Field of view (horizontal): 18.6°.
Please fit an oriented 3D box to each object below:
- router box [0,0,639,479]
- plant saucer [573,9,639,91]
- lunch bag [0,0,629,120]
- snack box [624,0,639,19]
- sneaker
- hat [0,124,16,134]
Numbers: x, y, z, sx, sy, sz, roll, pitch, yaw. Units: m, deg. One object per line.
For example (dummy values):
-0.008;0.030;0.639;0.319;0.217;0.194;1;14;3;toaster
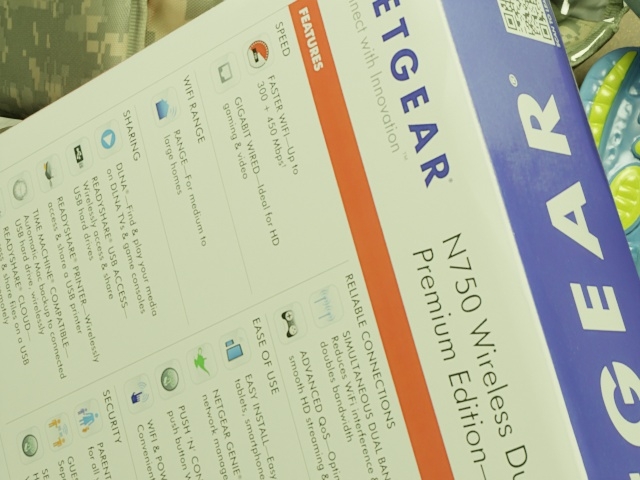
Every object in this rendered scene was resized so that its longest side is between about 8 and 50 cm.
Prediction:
-0.018;0.097;0.702;0.301;0.082;0.335;-25;71;32;router box
0.147;-0.156;1.041;0.310;0.050;0.310;-27;45;31;plant saucer
-0.019;-0.125;0.961;0.235;0.287;0.169;14;104;56;lunch bag
0.202;-0.092;0.786;0.070;0.174;0.207;-47;26;-1;snack box
0.121;0.006;0.881;0.067;0.078;0.188;21;80;16;sneaker
-0.090;0.109;0.911;0.331;0.331;0.134;-22;-9;37;hat
